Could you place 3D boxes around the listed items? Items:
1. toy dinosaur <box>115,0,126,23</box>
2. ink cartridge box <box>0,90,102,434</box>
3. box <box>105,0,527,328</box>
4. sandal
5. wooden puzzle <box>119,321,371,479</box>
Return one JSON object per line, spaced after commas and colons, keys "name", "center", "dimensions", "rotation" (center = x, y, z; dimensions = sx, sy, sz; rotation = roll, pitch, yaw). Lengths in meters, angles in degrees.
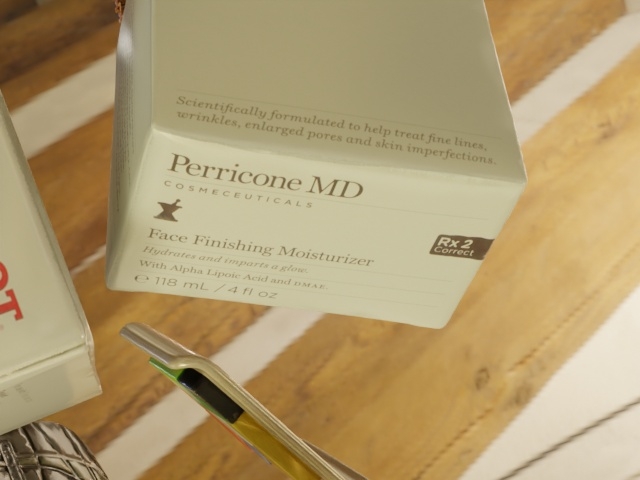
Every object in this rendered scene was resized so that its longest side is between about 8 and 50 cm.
{"name": "toy dinosaur", "center": [-0.221, -0.405, 1.449], "dimensions": [0.164, 0.322, 0.218], "rotation": [-35, -143, -16]}
{"name": "ink cartridge box", "center": [-0.265, 0.024, 0.610], "dimensions": [0.270, 0.198, 0.197], "rotation": [-21, 170, -12]}
{"name": "box", "center": [-0.011, -0.067, 0.650], "dimensions": [0.180, 0.119, 0.182], "rotation": [7, -132, -15]}
{"name": "sandal", "center": [-0.210, 0.172, 0.846], "dimensions": [0.060, 0.090, 0.219], "rotation": [-31, 161, 20]}
{"name": "wooden puzzle", "center": [-0.077, 0.167, 1.214], "dimensions": [0.044, 0.238, 0.221], "rotation": [-55, -160, -10]}
